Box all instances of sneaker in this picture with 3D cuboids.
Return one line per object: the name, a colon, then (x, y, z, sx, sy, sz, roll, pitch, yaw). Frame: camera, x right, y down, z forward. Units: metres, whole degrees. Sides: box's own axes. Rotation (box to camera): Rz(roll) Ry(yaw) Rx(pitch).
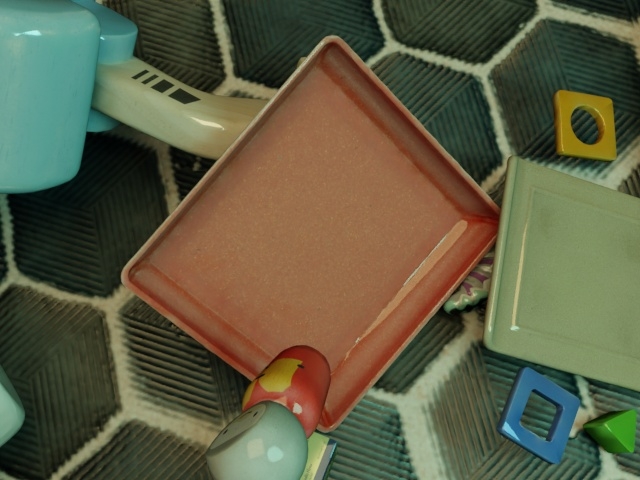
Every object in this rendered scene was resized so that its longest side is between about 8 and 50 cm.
sneaker: (0.146, 0.024, 0.912, 0.098, 0.038, 0.069, -24, 71, -17)

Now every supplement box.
supplement box: (-0.033, 0.188, 0.835, 0.083, 0.083, 0.056, 20, 74, 8)

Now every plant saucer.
plant saucer: (0.000, 0.000, 0.833, 0.259, 0.047, 0.258, -49, 120, -1)

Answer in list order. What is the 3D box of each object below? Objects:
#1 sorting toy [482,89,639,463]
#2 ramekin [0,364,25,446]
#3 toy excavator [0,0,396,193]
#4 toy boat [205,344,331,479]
sorting toy: (0.234, 0.033, 0.885, 0.196, 0.047, 0.348, 18, 72, -19)
ramekin: (-0.360, 0.082, 0.783, 0.135, 0.277, 0.277, -34, 74, -17)
toy excavator: (-0.206, -0.135, 0.841, 0.445, 0.433, 0.222, 31, 119, 22)
toy boat: (-0.053, 0.237, 0.721, 0.267, 0.148, 0.318, 14, 114, 10)
